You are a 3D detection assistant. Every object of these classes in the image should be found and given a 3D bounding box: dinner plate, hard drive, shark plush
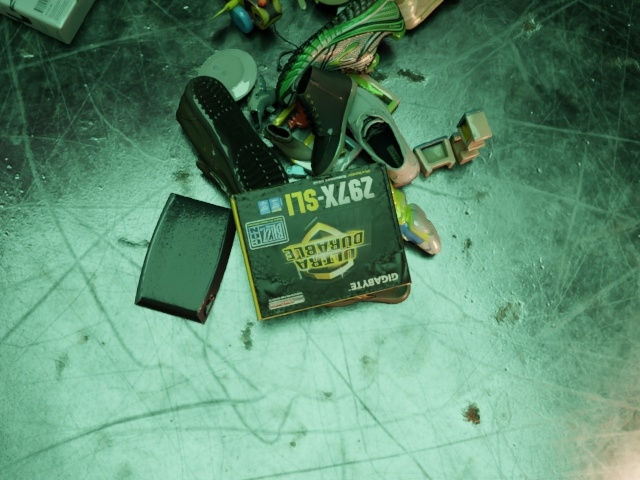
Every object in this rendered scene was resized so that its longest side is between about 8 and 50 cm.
[{"bbox_3d":[-0.209,-0.366,1.883,0.141,0.017,0.141,-5,67,13],"label":"dinner plate"},{"bbox_3d":[-0.282,0.031,1.790,0.172,0.054,0.255,16,77,0],"label":"hard drive"},{"bbox_3d":[-0.120,-0.296,1.839,0.067,0.161,0.073,26,117,-15],"label":"shark plush"}]

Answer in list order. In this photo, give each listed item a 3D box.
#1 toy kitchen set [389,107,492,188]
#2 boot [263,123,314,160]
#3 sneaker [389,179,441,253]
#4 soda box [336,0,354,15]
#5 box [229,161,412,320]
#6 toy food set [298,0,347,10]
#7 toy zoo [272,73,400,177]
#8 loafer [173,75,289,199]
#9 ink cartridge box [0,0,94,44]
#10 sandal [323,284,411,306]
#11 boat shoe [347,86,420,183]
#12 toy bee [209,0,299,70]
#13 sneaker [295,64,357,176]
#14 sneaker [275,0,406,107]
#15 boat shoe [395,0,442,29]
[{"bbox_3d":[0.235,-0.220,1.820,0.207,0.166,0.122,-20,79,-8],"label":"toy kitchen set"},{"bbox_3d":[-0.067,-0.210,1.810,0.118,0.087,0.042,21,79,3],"label":"boot"},{"bbox_3d":[0.148,-0.042,1.830,0.126,0.091,0.240,-40,94,20],"label":"sneaker"},{"bbox_3d":[0.074,-0.557,1.946,0.060,0.053,0.169,10,76,-1],"label":"soda box"},{"bbox_3d":[0.000,0.000,1.716,0.322,0.079,0.257,-13,90,-7],"label":"box"},{"bbox_3d":[0.030,-0.587,1.915,0.192,0.038,0.132,-17,78,1],"label":"toy food set"},{"bbox_3d":[0.016,-0.257,1.885,0.192,0.030,0.293,38,78,6],"label":"toy zoo"},{"bbox_3d":[-0.188,-0.173,1.824,0.134,0.130,0.366,-28,89,-42],"label":"loafer"},{"bbox_3d":[-0.623,-0.553,1.887,0.208,0.087,0.153,25,77,2],"label":"ink cartridge box"},{"bbox_3d":[0.085,0.097,1.794,0.219,0.060,0.090,4,77,-3],"label":"sandal"},{"bbox_3d":[0.111,-0.234,1.797,0.096,0.088,0.267,-33,67,10],"label":"boat shoe"},{"bbox_3d":[-0.134,-0.532,1.874,0.298,0.162,0.195,28,75,3],"label":"toy bee"},{"bbox_3d":[-0.010,-0.251,1.791,0.118,0.083,0.222,14,91,-30],"label":"sneaker"},{"bbox_3d":[0.044,-0.399,1.838,0.343,0.134,0.146,-40,102,-2],"label":"sneaker"},{"bbox_3d":[0.286,-0.605,1.954,0.302,0.109,0.098,-42,122,-11],"label":"boat shoe"}]
